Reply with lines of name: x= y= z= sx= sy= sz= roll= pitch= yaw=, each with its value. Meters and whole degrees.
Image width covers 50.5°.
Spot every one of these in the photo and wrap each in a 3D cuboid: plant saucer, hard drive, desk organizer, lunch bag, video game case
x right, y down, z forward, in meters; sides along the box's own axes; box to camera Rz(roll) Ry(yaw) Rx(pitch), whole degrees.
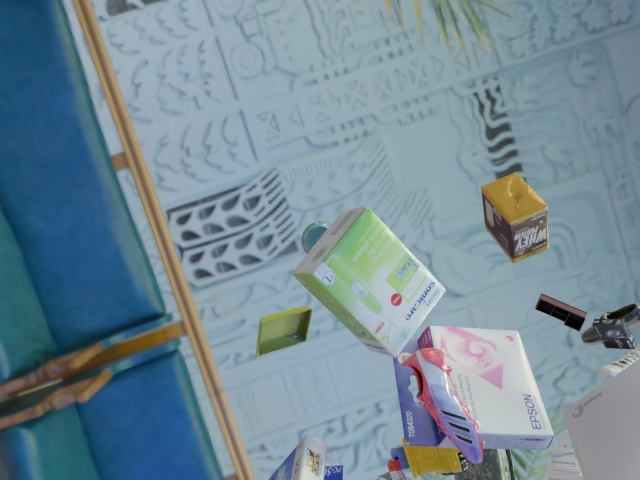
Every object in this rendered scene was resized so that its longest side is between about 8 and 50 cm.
plant saucer: x=-0.128 y=0.287 z=2.218 sx=0.045 sy=0.188 sz=0.188 roll=58 pitch=-28 yaw=36
hard drive: x=0.587 y=0.405 z=1.238 sx=0.047 sy=0.233 sz=0.353 roll=30 pitch=32 yaw=-20
desk organizer: x=0.654 y=0.196 z=1.850 sx=0.050 sy=0.130 sz=0.047 roll=-25 pitch=136 yaw=-65
lunch bag: x=0.495 y=0.683 z=2.052 sx=0.287 sy=0.168 sz=0.235 roll=48 pitch=35 yaw=-61
video game case: x=-0.089 y=0.586 z=1.436 sx=0.061 sy=0.270 sz=0.244 roll=32 pitch=23 yaw=-9
plant saucer: x=0.000 y=0.000 z=2.080 sx=0.021 sy=0.119 sz=0.119 roll=3 pitch=68 yaw=-87

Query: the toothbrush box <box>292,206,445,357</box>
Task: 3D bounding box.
toothbrush box: x=0.112 y=0.094 z=1.544 sx=0.283 sy=0.206 sz=0.122 roll=46 pitch=-18 yaw=-18

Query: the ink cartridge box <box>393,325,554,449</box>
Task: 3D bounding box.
ink cartridge box: x=0.350 y=0.343 z=1.625 sx=0.324 sy=0.329 sz=0.072 roll=-93 pitch=-171 yaw=-50

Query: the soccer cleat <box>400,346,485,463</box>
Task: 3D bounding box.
soccer cleat: x=0.249 y=0.338 z=1.375 sx=0.083 sy=0.095 sz=0.248 roll=110 pitch=-41 yaw=-73

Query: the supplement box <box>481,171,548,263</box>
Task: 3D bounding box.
supplement box: x=0.624 y=-0.073 z=2.180 sx=0.191 sy=0.129 sz=0.194 roll=-116 pitch=-175 yaw=-47

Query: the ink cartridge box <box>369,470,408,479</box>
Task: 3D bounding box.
ink cartridge box: x=0.162 y=0.824 z=2.019 sx=0.309 sy=0.271 sz=0.130 roll=95 pitch=-29 yaw=-86

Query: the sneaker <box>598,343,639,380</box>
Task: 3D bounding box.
sneaker: x=1.057 y=0.401 z=2.289 sx=0.106 sy=0.290 sz=0.123 roll=-159 pitch=-113 yaw=-64

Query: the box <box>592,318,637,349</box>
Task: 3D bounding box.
box: x=0.646 y=0.205 z=1.491 sx=0.067 sy=0.018 sz=0.083 roll=-5 pitch=-49 yaw=47

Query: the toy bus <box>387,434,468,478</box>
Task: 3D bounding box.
toy bus: x=0.285 y=0.573 z=1.865 sx=0.220 sy=0.211 sz=0.150 roll=28 pitch=42 yaw=-76

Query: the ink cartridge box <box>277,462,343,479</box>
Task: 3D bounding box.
ink cartridge box: x=-0.029 y=0.737 z=2.070 sx=0.046 sy=0.207 sz=0.097 roll=-16 pitch=-109 yaw=59

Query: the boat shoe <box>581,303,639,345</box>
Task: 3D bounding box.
boat shoe: x=0.927 y=0.262 z=2.166 sx=0.073 sy=0.223 sz=0.080 roll=46 pitch=35 yaw=-15

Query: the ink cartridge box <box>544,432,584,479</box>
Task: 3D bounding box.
ink cartridge box: x=0.618 y=0.557 z=1.656 sx=0.181 sy=0.104 sz=0.062 roll=-44 pitch=117 yaw=-44
